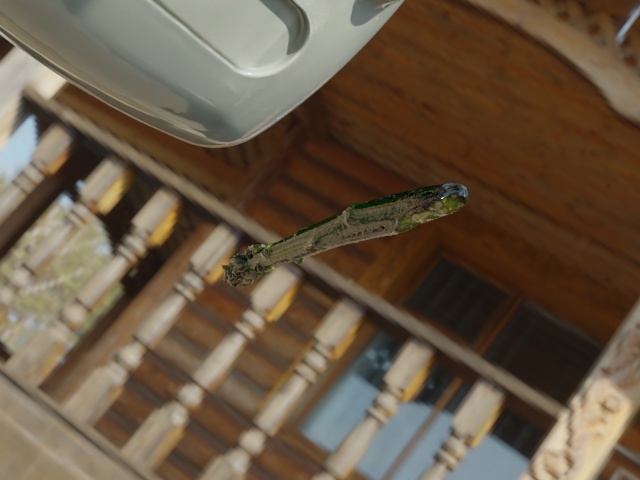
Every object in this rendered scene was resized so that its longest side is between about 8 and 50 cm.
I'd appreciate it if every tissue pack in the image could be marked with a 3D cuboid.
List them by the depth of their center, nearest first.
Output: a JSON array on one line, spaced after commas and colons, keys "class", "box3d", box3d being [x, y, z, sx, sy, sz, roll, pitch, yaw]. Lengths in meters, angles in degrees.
[{"class": "tissue pack", "box3d": [-0.102, -0.203, 0.722, 0.333, 0.229, 0.236, 37, 13, -40]}]

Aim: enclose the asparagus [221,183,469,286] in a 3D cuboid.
[{"class": "asparagus", "box3d": [0.000, 0.000, 0.425, 0.016, 0.013, 0.166, 53, -25, -9]}]
